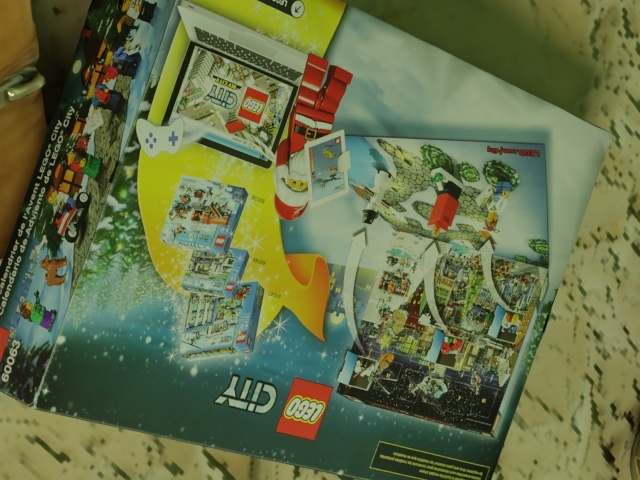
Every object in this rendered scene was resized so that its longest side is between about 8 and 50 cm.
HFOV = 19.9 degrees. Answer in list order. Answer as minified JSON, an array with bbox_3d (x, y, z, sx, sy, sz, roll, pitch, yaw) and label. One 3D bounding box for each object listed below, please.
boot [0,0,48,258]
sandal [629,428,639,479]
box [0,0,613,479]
[{"bbox_3d":[-0.199,-0.031,0.493,0.280,0.096,0.264,-29,138,-20],"label":"boot"},{"bbox_3d":[0.181,0.154,0.821,0.072,0.049,0.180,-39,107,-35],"label":"sandal"},{"bbox_3d":[0.000,0.000,0.658,0.233,0.044,0.159,20,91,-45],"label":"box"}]
